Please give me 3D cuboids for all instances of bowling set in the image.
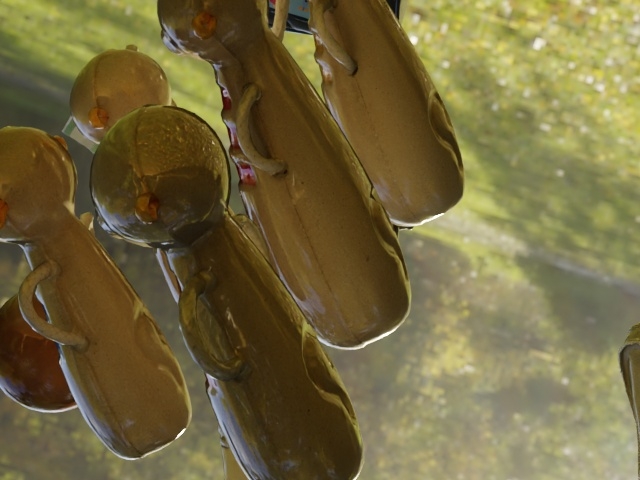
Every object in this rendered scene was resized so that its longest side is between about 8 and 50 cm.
[{"bbox_3d":[-0.071,-0.013,0.523,0.200,0.154,0.287,-20,-163,19],"label":"bowling set"}]

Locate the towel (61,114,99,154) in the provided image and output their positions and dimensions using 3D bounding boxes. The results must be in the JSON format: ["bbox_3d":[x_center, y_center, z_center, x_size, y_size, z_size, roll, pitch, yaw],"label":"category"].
[{"bbox_3d":[-0.224,-0.110,1.620,0.152,0.023,0.113,39,146,-1],"label":"towel"}]

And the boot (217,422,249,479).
[{"bbox_3d":[0.022,0.251,1.424,0.262,0.203,0.095,-1,-178,-8],"label":"boot"}]

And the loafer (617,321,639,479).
[{"bbox_3d":[0.385,0.218,1.514,0.092,0.268,0.102,-21,179,-35],"label":"loafer"}]

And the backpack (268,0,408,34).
[{"bbox_3d":[-0.001,-0.265,1.279,0.173,0.158,0.117,12,-142,8],"label":"backpack"}]

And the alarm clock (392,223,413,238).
[{"bbox_3d":[0.000,0.000,1.407,0.129,0.192,0.064,57,167,-19],"label":"alarm clock"}]
